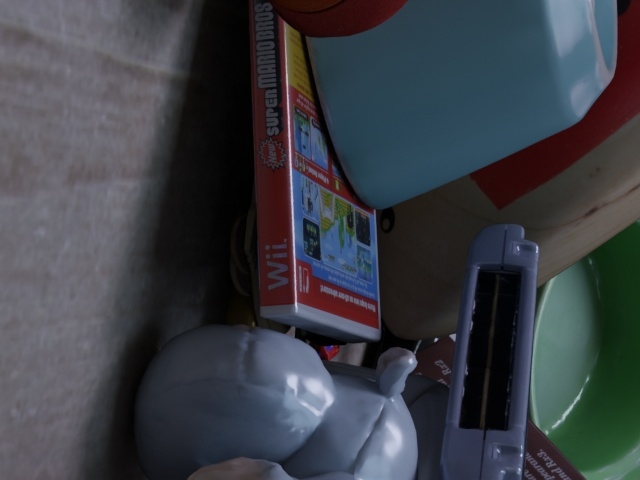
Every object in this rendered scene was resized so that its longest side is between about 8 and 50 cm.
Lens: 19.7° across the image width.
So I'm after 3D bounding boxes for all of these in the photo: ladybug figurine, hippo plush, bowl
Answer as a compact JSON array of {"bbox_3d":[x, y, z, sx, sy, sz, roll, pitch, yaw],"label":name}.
[{"bbox_3d":[0.213,-0.092,1.499,0.449,0.162,0.305,-34,179,-12],"label":"ladybug figurine"},{"bbox_3d":[0.000,0.148,1.015,0.234,0.294,0.236,-49,-158,44],"label":"hippo plush"},{"bbox_3d":[0.099,-0.182,1.183,0.311,0.163,0.311,-5,90,-75],"label":"bowl"}]

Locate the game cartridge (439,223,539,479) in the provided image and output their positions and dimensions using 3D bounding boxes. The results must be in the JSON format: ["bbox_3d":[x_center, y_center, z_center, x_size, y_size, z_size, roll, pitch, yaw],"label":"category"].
[{"bbox_3d":[0.112,0.146,1.221,0.294,0.060,0.196,-75,163,-57],"label":"game cartridge"}]

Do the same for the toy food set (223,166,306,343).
[{"bbox_3d":[-0.041,0.010,1.184,0.192,0.039,0.132,76,16,-55],"label":"toy food set"}]

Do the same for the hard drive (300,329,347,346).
[{"bbox_3d":[0.000,0.000,1.232,0.094,0.022,0.135,45,42,-79],"label":"hard drive"}]

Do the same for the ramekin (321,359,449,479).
[{"bbox_3d":[0.007,0.181,1.290,0.207,0.109,0.207,-47,147,-45],"label":"ramekin"}]

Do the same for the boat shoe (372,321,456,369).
[{"bbox_3d":[0.086,0.058,1.622,0.070,0.078,0.219,48,53,-30],"label":"boat shoe"}]

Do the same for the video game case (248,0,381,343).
[{"bbox_3d":[-0.003,-0.086,1.132,0.204,0.025,0.285,26,60,-73],"label":"video game case"}]

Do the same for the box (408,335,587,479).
[{"bbox_3d":[0.118,0.280,1.583,0.143,0.191,0.381,-31,145,-17],"label":"box"}]

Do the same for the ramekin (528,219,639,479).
[{"bbox_3d":[0.241,0.094,1.752,0.303,0.148,0.303,-8,102,-43],"label":"ramekin"}]

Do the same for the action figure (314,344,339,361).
[{"bbox_3d":[-0.002,0.098,1.400,0.115,0.030,0.038,-64,153,-49],"label":"action figure"}]

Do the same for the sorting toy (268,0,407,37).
[{"bbox_3d":[-0.014,-0.296,0.966,0.126,0.127,0.365,7,86,-53],"label":"sorting toy"}]
